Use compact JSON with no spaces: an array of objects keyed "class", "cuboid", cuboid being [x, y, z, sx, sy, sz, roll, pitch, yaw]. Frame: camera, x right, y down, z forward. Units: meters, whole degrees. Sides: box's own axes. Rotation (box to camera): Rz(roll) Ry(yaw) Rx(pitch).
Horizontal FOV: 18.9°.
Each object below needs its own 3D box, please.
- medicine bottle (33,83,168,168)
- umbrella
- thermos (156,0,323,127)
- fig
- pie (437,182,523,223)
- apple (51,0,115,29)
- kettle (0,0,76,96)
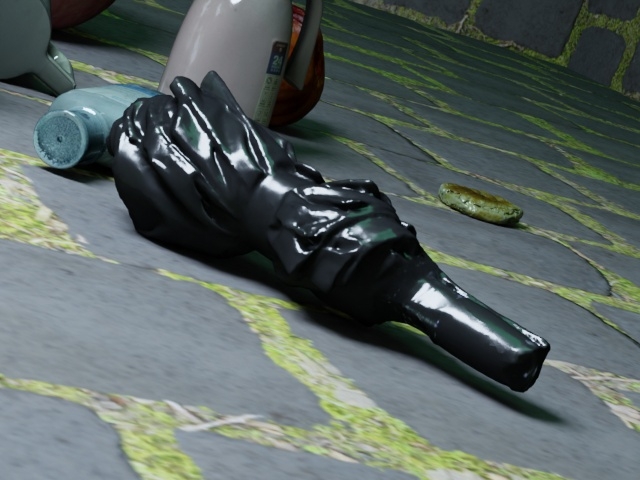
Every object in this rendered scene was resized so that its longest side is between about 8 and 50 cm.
[{"class":"medicine bottle","cuboid":[-0.153,-0.083,1.436,0.090,0.054,0.208,23,13,12]},{"class":"umbrella","cuboid":[0.000,0.000,1.204,0.340,0.118,0.118,32,16,30]},{"class":"thermos","cuboid":[-0.062,-0.179,1.702,0.137,0.193,0.105,10,12,-40]},{"class":"fig","cuboid":[-0.057,-0.178,1.915,0.128,0.128,0.150,8,10,-45]},{"class":"pie","cuboid":[0.150,-0.035,1.802,0.084,0.020,0.084,18,11,-4]},{"class":"apple","cuboid":[-0.329,-0.373,2.018,0.345,0.269,0.345,17,11,-3]},{"class":"kettle","cuboid":[-0.279,-0.188,1.699,0.098,0.127,0.148,-16,20,-7]}]
